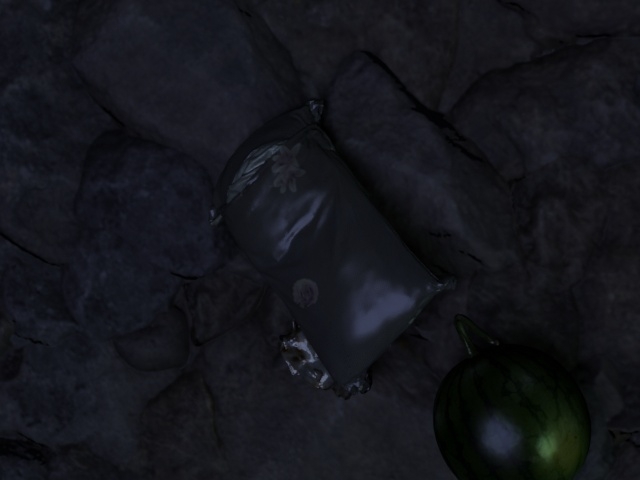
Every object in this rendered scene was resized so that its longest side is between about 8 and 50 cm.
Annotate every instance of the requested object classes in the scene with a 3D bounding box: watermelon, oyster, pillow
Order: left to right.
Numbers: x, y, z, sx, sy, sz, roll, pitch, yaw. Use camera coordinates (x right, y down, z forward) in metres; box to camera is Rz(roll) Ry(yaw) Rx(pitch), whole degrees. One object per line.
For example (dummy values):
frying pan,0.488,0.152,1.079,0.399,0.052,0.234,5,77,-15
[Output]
pillow,0.000,0.000,1.605,0.169,0.059,0.255,-44,70,16
oyster,0.025,0.077,1.655,0.108,0.053,0.165,37,124,32
watermelon,0.166,0.149,1.574,0.141,0.141,0.187,-23,92,25
